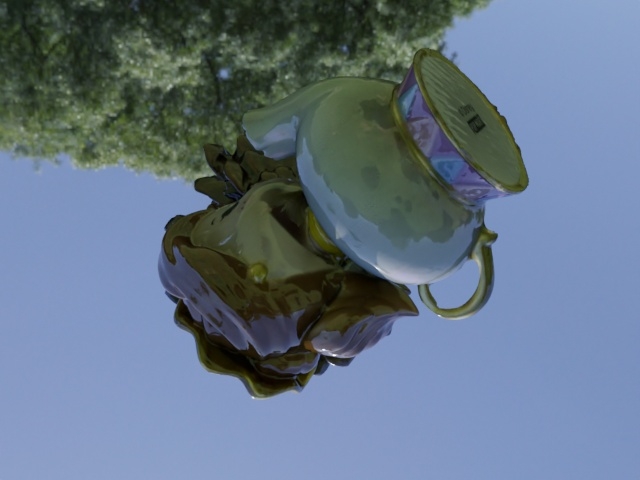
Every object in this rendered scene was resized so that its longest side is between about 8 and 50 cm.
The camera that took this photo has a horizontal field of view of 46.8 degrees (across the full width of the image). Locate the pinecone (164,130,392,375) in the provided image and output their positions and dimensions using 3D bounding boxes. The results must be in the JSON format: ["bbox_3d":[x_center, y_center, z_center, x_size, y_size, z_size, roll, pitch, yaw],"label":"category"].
[{"bbox_3d":[-0.038,0.030,0.746,0.264,0.264,0.264,7,-141,-6],"label":"pinecone"}]

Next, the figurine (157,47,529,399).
[{"bbox_3d":[0.000,0.000,0.485,0.189,0.263,0.142,55,-150,5],"label":"figurine"}]
